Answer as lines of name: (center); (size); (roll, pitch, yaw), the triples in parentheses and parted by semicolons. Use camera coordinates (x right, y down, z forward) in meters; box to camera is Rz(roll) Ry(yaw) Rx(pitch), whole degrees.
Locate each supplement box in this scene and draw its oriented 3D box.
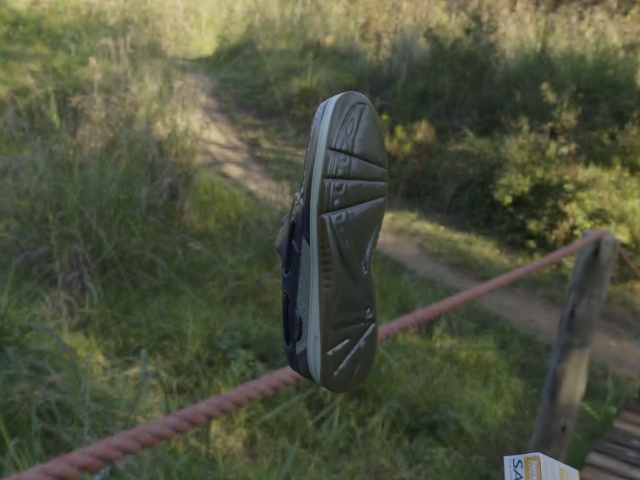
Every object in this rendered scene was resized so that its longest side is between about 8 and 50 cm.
supplement box: (0.201, 0.231, 0.823); (0.036, 0.062, 0.098); (-14, -29, 32)

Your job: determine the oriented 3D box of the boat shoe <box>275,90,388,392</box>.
boat shoe: (0.001, 0.001, 0.693); (0.073, 0.223, 0.080); (4, 4, 42)
